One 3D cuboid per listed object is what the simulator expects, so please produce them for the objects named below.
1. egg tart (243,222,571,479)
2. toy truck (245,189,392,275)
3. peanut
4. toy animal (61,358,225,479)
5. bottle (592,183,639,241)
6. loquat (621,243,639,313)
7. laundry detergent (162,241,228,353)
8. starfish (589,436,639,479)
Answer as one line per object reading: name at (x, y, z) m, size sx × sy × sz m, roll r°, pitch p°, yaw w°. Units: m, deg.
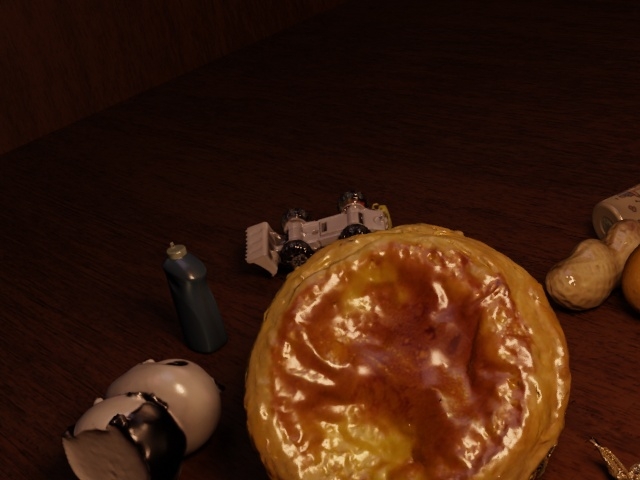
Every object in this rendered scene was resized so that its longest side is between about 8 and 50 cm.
egg tart at (0.118, 0.191, 1.525) m, size 0.443 × 0.178 × 0.443 m, roll -5°, pitch 67°, yaw 11°
toy truck at (0.000, 0.000, 2.183) m, size 0.285 × 0.111 × 0.136 m, roll -13°, pitch 41°, yaw 9°
peanut at (0.464, 0.040, 1.857) m, size 0.228 × 0.104 × 0.085 m, roll -27°, pitch 6°, yaw -29°
toy animal at (-0.253, 0.272, 1.685) m, size 0.187 × 0.165 × 0.235 m, roll -18°, pitch 21°, yaw 37°
bottle at (0.595, -0.055, 1.998) m, size 0.209 × 0.097 × 0.110 m, roll -23°, pitch 58°, yaw -17°
loquat at (0.536, 0.056, 1.744) m, size 0.141 × 0.141 × 0.141 m, roll -12°, pitch 25°, yaw 6°
laundry detergent at (-0.227, 0.096, 1.990) m, size 0.061 × 0.206 × 0.096 m, roll -29°, pitch 27°, yaw -30°
starfish at (0.396, 0.294, 1.436) m, size 0.133 × 0.041 × 0.130 m, roll -23°, pitch 34°, yaw -31°
